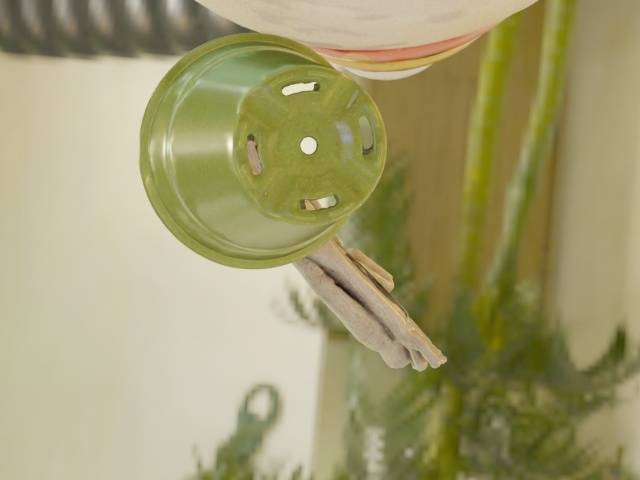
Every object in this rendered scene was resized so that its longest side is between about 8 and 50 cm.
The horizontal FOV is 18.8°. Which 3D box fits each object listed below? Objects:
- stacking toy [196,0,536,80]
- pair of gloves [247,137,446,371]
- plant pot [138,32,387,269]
[{"bbox_3d":[0.050,-0.226,1.328,0.350,0.350,0.480,5,165,7],"label":"stacking toy"},{"bbox_3d":[0.000,0.000,1.302,0.204,0.042,0.240,49,-178,-8],"label":"pair of gloves"},{"bbox_3d":[-0.012,-0.031,0.645,0.083,0.083,0.079,5,179,-16],"label":"plant pot"}]
